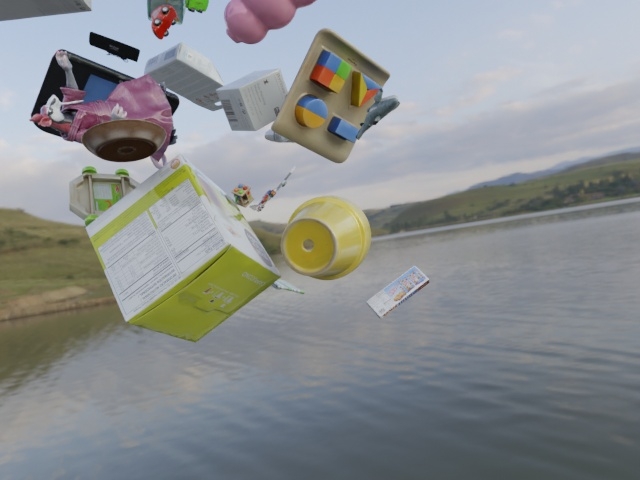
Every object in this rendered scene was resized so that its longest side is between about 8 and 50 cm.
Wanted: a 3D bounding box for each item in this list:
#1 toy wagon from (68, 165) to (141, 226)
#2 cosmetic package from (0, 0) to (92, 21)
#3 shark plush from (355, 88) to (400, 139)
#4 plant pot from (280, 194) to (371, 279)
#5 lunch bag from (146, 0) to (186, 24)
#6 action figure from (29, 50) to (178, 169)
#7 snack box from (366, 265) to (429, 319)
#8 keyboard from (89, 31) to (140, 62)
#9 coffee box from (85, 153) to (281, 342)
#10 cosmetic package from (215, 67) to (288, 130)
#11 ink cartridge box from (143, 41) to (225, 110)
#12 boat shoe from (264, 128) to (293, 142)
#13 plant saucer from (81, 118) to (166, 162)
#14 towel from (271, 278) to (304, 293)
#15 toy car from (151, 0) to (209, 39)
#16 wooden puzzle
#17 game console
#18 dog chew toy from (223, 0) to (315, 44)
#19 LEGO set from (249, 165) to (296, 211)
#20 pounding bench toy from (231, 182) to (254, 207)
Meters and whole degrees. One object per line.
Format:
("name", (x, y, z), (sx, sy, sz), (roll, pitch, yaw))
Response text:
("toy wagon", (-0.762, -0.158, 2.043), (0.344, 0.267, 0.068), (1, -39, -29))
("cosmetic package", (-0.934, -0.829, 1.687), (0.384, 0.217, 0.156), (-7, -6, 0))
("shark plush", (0.144, -0.337, 1.450), (0.161, 0.067, 0.073), (-33, -54, 25))
("plant pot", (0.000, 0.000, 1.550), (0.253, 0.254, 0.239), (-9, 4, 17))
("lunch bag", (-0.567, -0.970, 1.976), (0.160, 0.224, 0.262), (0, -37, -14))
("action figure", (-0.597, -0.337, 1.479), (0.370, 0.248, 0.276), (-17, -26, -36))
("snack box", (0.218, 0.145, 1.517), (0.178, 0.064, 0.022), (-35, -37, -11))
("keyboard", (-0.818, -0.771, 2.144), (0.192, 0.038, 0.100), (17, -29, -22))
("coffee box", (-0.374, 0.039, 1.522), (0.338, 0.334, 0.337), (-37, -26, 4))
("cosmetic package", (-0.219, -0.474, 1.821), (0.183, 0.151, 0.151), (-37, 31, -29))
("ink cartridge box", (-0.553, -0.726, 2.442), (0.384, 0.091, 0.308), (21, -15, -42))
("boat shoe", (-0.145, -0.422, 2.097), (0.075, 0.083, 0.226), (6, 12, 19))
("plant saucer", (-0.475, -0.234, 1.317), (0.198, 0.036, 0.198), (-12, -11, -2))
("towel", (-0.141, 0.165, 1.969), (0.113, 0.023, 0.152), (27, 3, 39))
("toy car", (-0.416, -0.721, 1.610), (0.053, 0.239, 0.225), (28, 25, 14))
("wooden puzzle", (0.049, -0.438, 1.713), (0.322, 0.348, 0.080), (20, 15, -41))
("game console", (-0.700, -0.420, 1.751), (0.386, 0.060, 0.342), (16, -35, -34))
("dog chew toy", (-0.131, -0.672, 1.456), (0.332, 0.207, 0.206), (-44, -10, 12))
("LEGO set", (-0.200, -0.217, 2.260), (0.182, 0.060, 0.244), (-46, 10, 30))
("pounding bench toy", (-0.285, -0.152, 1.905), (0.052, 0.065, 0.083), (22, 56, 28))
